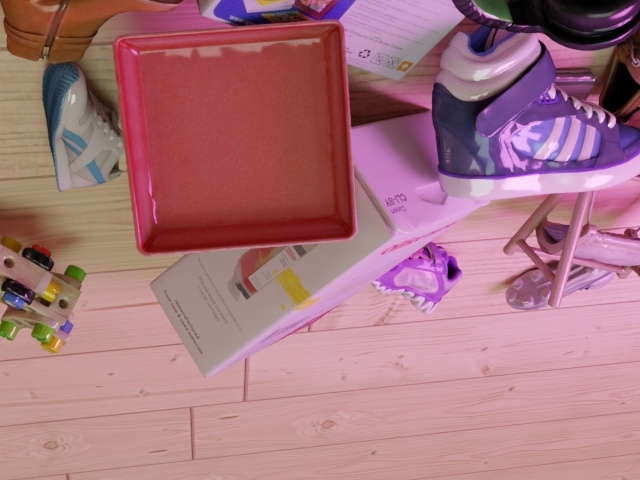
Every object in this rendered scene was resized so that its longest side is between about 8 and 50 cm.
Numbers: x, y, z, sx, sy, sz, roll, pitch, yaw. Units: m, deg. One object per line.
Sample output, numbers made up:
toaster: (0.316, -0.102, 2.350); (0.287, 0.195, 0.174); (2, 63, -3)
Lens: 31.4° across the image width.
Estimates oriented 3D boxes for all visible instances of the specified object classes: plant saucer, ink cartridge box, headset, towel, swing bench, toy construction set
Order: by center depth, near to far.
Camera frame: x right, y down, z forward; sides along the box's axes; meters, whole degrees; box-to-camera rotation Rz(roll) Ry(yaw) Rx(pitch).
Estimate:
headset: (0.317, -0.329, 1.215); (0.394, 0.185, 0.243); (0, 157, -19)
ink cartridge box: (0.066, -0.324, 1.260); (0.304, 0.072, 0.307); (13, 138, -37)
plant saucer: (-0.094, -0.119, 1.315); (0.259, 0.047, 0.258); (-4, 107, 0)
ink cartridge box: (0.000, 0.000, 1.553); (0.385, 0.160, 0.279); (-37, 171, 34)
towel: (0.309, -0.185, 1.591); (0.113, 0.023, 0.152); (0, 147, -11)
toy construction set: (-0.483, 0.052, 1.629); (0.328, 0.151, 0.215); (18, 162, -25)
swing bench: (0.461, -0.028, 1.720); (0.253, 0.165, 0.254); (11, 116, -27)

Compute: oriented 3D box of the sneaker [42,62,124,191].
sneaker: (-0.296, -0.148, 1.431); (0.092, 0.087, 0.228); (-10, 154, -14)

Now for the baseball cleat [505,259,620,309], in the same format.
baseball cleat: (0.425, 0.076, 1.959); (0.206, 0.072, 0.109); (-24, 151, 26)

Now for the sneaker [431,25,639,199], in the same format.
sneaker: (0.289, -0.187, 1.438); (0.323, 0.130, 0.236); (-10, 113, -22)

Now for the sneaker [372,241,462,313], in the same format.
sneaker: (0.145, 0.037, 1.816); (0.104, 0.095, 0.236); (-36, 144, 23)

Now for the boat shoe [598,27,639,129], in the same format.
boat shoe: (0.432, -0.241, 1.455); (0.105, 0.110, 0.307); (-9, 146, -4)

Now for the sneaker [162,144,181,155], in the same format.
sneaker: (-0.159, -0.074, 1.479); (0.125, 0.180, 0.321); (-22, 144, 18)

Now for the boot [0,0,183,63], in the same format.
boot: (-0.260, -0.256, 1.285); (0.197, 0.073, 0.152); (12, 141, -10)
